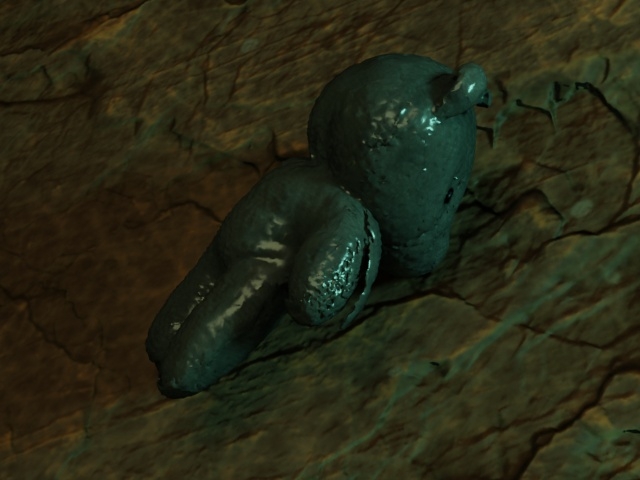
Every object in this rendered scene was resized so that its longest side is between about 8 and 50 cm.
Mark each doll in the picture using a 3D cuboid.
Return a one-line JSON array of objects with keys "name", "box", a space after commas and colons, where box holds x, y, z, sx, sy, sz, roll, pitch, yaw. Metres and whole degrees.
[{"name": "doll", "box": [0.007, 0.003, 1.405, 0.340, 0.158, 0.246, -54, 16, -3]}]
